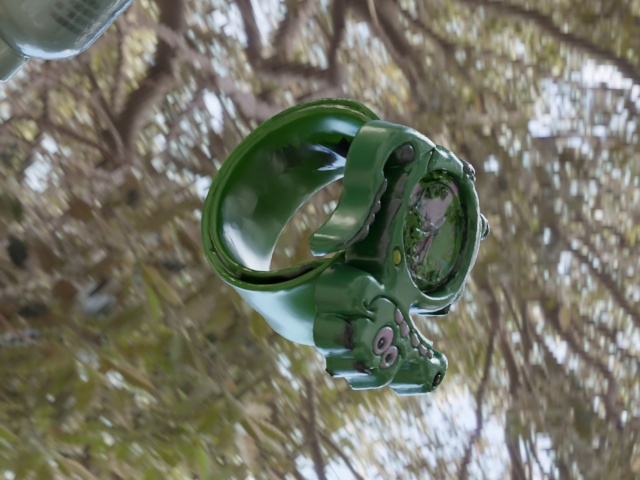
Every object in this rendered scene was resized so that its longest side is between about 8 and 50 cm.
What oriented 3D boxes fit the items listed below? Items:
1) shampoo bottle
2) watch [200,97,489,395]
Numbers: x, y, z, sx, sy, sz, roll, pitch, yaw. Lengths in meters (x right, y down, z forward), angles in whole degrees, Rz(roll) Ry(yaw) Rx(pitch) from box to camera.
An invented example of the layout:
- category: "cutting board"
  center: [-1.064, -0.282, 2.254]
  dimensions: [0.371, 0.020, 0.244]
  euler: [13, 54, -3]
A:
- category: "shampoo bottle"
  center: [-0.100, -0.118, 0.818]
  dimensions: [0.195, 0.056, 0.056]
  euler: [-43, -108, 16]
- category: "watch"
  center: [0.000, 0.000, 1.104]
  dimensions: [0.152, 0.131, 0.165]
  euler: [8, -115, 36]
